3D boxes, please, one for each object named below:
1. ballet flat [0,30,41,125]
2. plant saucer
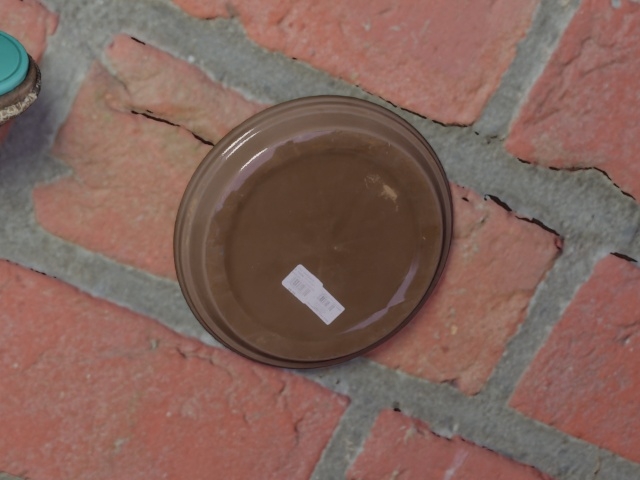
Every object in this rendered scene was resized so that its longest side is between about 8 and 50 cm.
[{"bbox_3d":[-0.478,-0.105,1.553,0.483,0.164,0.182,3,131,-13],"label":"ballet flat"},{"bbox_3d":[0.000,0.000,1.790,0.278,0.041,0.278,-7,113,-16],"label":"plant saucer"}]
